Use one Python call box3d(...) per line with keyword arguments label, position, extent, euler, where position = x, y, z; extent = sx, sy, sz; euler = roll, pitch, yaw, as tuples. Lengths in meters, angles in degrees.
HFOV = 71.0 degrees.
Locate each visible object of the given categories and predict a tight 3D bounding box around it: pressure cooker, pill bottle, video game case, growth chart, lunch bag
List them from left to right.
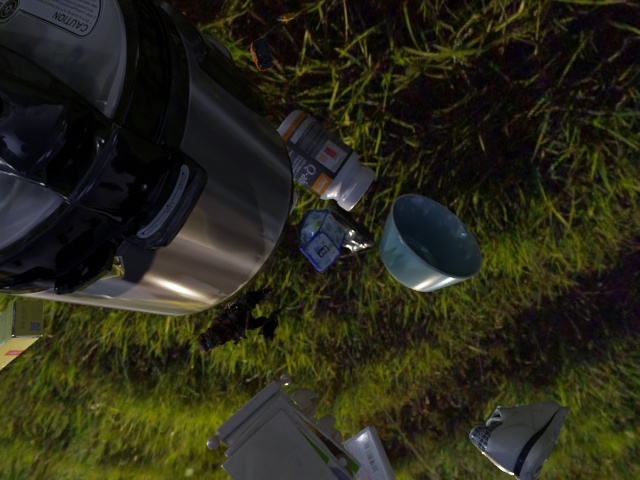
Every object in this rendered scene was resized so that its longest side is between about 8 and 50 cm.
box3d(label="pressure cooker", position=(-0.262, -0.098, 0.543), extent=(0.370, 0.375, 0.420), euler=(-17, 160, 18))
box3d(label="growth chart", position=(-0.027, 0.294, 0.569), extent=(0.172, 0.237, 0.021), euler=(-21, 150, -39))
box3d(label="lunch bag", position=(0.000, 0.000, 1.339), extent=(0.096, 0.151, 0.128), euler=(1, 144, 38))
box3d(label="pill bottle", position=(0.002, -0.212, 1.220), extent=(0.279, 0.162, 0.162), euler=(36, 135, -4))
box3d(label="video game case", position=(0.083, 0.543, 0.938), extent=(0.026, 0.226, 0.206), euler=(17, 127, -43))

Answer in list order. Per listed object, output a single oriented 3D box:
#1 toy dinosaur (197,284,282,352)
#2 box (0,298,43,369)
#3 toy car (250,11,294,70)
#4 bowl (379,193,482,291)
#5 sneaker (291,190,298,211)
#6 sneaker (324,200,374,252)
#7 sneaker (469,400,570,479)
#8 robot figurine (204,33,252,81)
box3d(label="toy dinosaur", position=(-0.253, 0.229, 1.428), extent=(0.219, 0.321, 0.164), euler=(-17, 128, 38))
box3d(label="box", position=(-0.705, 0.217, 1.011), extent=(0.232, 0.087, 0.058), euler=(-32, 149, 28))
box3d(label="toy car", position=(-0.093, -0.393, 0.889), extent=(0.041, 0.122, 0.060), euler=(29, 161, 50))
box3d(label="bowl", position=(0.300, 0.028, 1.325), extent=(0.312, 0.311, 0.163), euler=(21, 133, -15))
box3d(label="sneaker", position=(-0.255, -0.077, 1.398), extent=(0.366, 0.137, 0.210), euler=(-41, 104, 5))
box3d(label="sneaker", position=(0.084, -0.033, 1.524), extent=(0.106, 0.101, 0.267), euler=(-30, 136, 19))
box3d(label="sneaker", position=(0.323, 0.293, 0.709), extent=(0.095, 0.090, 0.235), euler=(20, -171, 39))
box3d(label="robot figurine", position=(-0.292, -0.400, 1.074), extent=(0.174, 0.278, 0.209), euler=(-36, 118, 15))
